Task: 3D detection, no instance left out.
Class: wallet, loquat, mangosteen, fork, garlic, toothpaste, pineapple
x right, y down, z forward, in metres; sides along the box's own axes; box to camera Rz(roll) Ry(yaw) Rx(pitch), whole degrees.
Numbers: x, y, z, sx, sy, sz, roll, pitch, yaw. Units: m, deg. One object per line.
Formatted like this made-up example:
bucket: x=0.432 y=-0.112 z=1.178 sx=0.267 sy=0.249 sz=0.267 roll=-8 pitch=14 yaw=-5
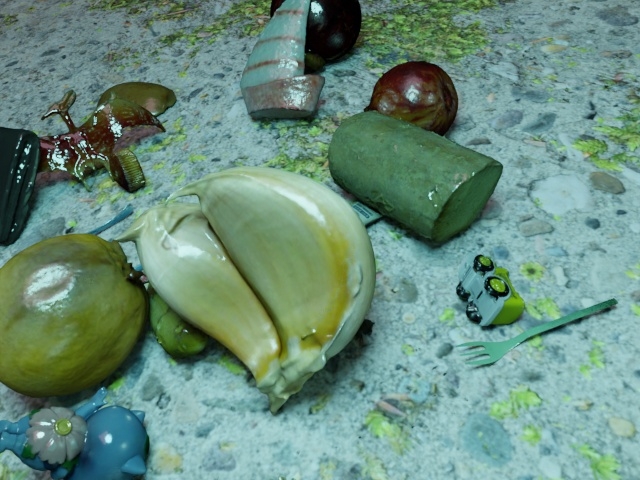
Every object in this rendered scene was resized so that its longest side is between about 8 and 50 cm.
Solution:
wallet: x=-0.752 y=-0.142 z=1.136 sx=0.405 sy=0.062 sz=0.229 roll=14 pitch=92 yaw=25
loquat: x=-0.359 y=0.104 z=0.770 sx=0.238 sy=0.238 sz=0.193 roll=-37 pitch=54 yaw=-22
mangosteen: x=-0.023 y=-0.509 z=1.315 sx=0.228 sy=0.228 sz=0.266 roll=26 pitch=92 yaw=32
fork: x=0.298 y=0.125 z=0.747 sx=0.234 sy=0.021 sz=0.039 roll=-17 pitch=49 yaw=-6
garlic: x=-0.085 y=0.043 z=0.724 sx=0.249 sy=0.286 sz=0.313 roll=-34 pitch=78 yaw=-28
toothpaste: x=0.000 y=0.000 z=0.920 sx=0.239 sy=0.039 sz=0.062 roll=-34 pitch=47 yaw=-22
pineapple: x=0.032 y=0.096 z=0.807 sx=0.058 sy=0.058 sz=0.124 roll=-33 pitch=49 yaw=-19

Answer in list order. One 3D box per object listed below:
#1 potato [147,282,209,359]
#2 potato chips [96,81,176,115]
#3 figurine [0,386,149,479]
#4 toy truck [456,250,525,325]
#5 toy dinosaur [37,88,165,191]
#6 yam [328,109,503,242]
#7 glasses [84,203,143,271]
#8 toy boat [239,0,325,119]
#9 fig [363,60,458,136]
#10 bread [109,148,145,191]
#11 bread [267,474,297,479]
potato: x=-0.214 y=0.101 z=0.837 sx=0.105 sy=0.085 sz=0.188 roll=-50 pitch=43 yaw=19
potato chips: x=-0.457 y=-0.352 z=1.354 sx=0.201 sy=0.049 sz=0.150 roll=14 pitch=56 yaw=16
figurine: x=-0.307 y=0.264 z=0.673 sx=0.145 sy=0.178 sz=0.114 roll=-62 pitch=33 yaw=7
toy truck: x=0.245 y=0.065 z=0.785 sx=0.076 sy=0.076 sz=0.111 roll=4 pitch=45 yaw=-17
toy dinosaur: x=-0.516 y=-0.193 z=1.175 sx=0.206 sy=0.113 sz=0.327 roll=36 pitch=79 yaw=-5
yam: x=0.149 y=-0.107 z=0.907 sx=0.161 sy=0.161 sz=0.268 roll=-38 pitch=50 yaw=-23
glasses: x=-0.380 y=0.001 z=0.967 sx=0.189 sy=0.088 sz=0.221 roll=17 pitch=52 yaw=26
toy boat: x=-0.081 y=-0.410 z=1.197 sx=0.205 sy=0.096 sz=0.283 roll=4 pitch=88 yaw=24
fig: x=0.152 y=-0.257 z=1.064 sx=0.207 sy=0.175 sz=0.175 roll=-1 pitch=44 yaw=31
bread: x=-0.395 y=-0.140 z=1.110 sx=0.053 sy=0.085 sz=0.085 roll=-29 pitch=47 yaw=-26
bread: x=-0.064 y=0.362 z=0.534 sx=0.192 sy=0.110 sz=0.210 roll=-23 pitch=46 yaw=-11
